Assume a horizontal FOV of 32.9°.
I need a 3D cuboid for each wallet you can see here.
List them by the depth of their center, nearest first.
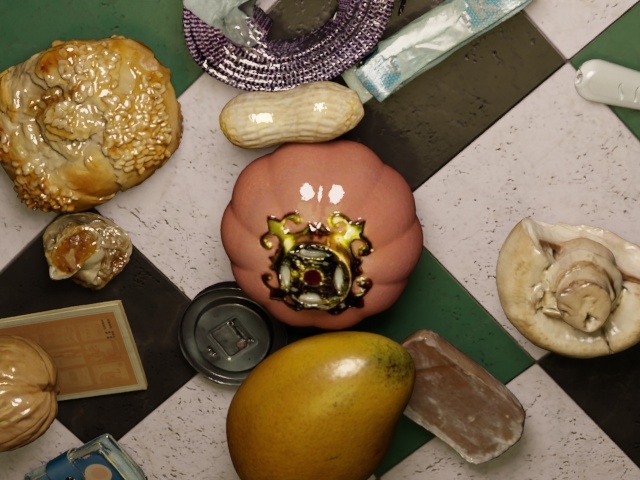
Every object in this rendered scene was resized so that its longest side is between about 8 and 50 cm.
[{"bbox_3d":[-0.423,0.433,1.931,0.202,0.059,0.141,-28,113,19],"label":"wallet"}]

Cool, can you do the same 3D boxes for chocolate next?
[{"bbox_3d":[0.217,0.242,1.764,0.254,0.080,0.157,39,126,-8],"label":"chocolate"}]

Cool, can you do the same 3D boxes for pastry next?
[{"bbox_3d":[-0.363,-0.169,1.619,0.311,0.162,0.255,-28,109,18],"label":"pastry"}]

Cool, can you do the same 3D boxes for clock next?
[{"bbox_3d":[-0.142,0.153,1.790,0.185,0.040,0.184,2,112,5],"label":"clock"}]

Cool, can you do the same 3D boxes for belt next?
[{"bbox_3d":[-0.043,-0.348,1.528,0.325,0.122,0.260,-27,114,20],"label":"belt"},{"bbox_3d":[0.167,-0.295,1.540,0.302,0.087,0.072,-32,109,18],"label":"belt"}]

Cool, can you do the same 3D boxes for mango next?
[{"bbox_3d":[-0.001,0.272,1.695,0.264,0.221,0.378,20,133,-22],"label":"mango"}]

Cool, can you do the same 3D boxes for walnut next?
[{"bbox_3d":[-0.537,0.252,1.786,0.213,0.213,0.213,2,113,6],"label":"walnut"}]

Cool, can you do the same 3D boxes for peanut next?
[{"bbox_3d":[-0.042,-0.177,1.526,0.207,0.087,0.087,-6,112,10],"label":"peanut"}]

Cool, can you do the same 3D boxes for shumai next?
[{"bbox_3d":[-0.386,0.026,1.725,0.146,0.116,0.145,2,114,5],"label":"shumai"}]

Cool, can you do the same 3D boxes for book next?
[{"bbox_3d":[-0.431,0.195,1.854,0.242,0.018,0.170,-9,112,11],"label":"book"}]

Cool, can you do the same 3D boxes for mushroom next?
[{"bbox_3d":[0.380,0.091,1.620,0.254,0.195,0.188,16,117,3],"label":"mushroom"}]

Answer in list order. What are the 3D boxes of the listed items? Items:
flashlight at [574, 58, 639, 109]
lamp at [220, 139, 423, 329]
[{"bbox_3d":[0.465,-0.213,1.560,0.201,0.047,0.093,14,114,0],"label":"flashlight"},{"bbox_3d":[0.000,0.000,1.599,0.306,0.239,0.305,2,116,5],"label":"lamp"}]
